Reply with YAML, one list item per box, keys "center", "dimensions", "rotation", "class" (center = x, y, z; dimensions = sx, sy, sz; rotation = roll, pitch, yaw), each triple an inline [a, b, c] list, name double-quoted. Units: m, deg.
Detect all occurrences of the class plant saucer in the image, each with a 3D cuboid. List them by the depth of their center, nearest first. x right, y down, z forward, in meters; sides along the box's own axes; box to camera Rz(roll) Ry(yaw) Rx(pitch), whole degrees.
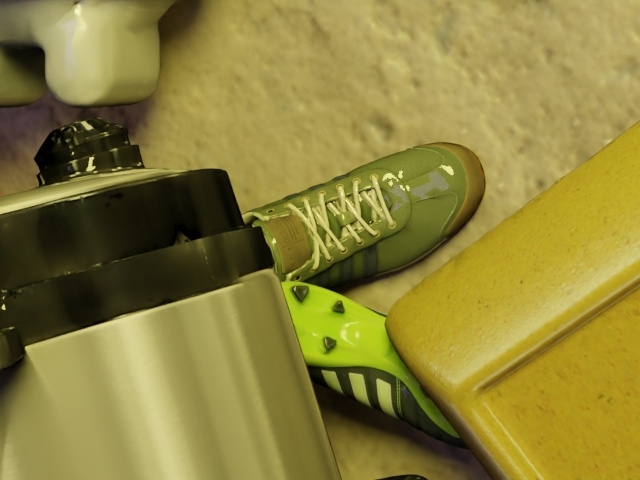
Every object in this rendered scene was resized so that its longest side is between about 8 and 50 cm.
- center: [0.227, 0.096, 0.920]
  dimensions: [0.333, 0.081, 0.333]
  rotation: [-38, 89, 30]
  class: "plant saucer"

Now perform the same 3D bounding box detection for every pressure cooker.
- center: [-0.173, 0.130, 0.951]
  dimensions: [0.370, 0.375, 0.420]
  rotation: [-16, 90, 39]
  class: "pressure cooker"

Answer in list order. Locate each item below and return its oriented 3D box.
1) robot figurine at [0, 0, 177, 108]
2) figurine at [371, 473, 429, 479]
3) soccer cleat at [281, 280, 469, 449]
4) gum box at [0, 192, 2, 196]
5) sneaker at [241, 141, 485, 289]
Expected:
- center: [-0.163, -0.253, 1.079]
  dimensions: [0.300, 0.200, 0.353]
  rotation: [1, 96, 10]
  class: "robot figurine"
- center: [-0.015, 0.256, 1.133]
  dimensions: [0.209, 0.092, 0.215]
  rotation: [-9, 91, 35]
  class: "figurine"
- center: [0.037, 0.073, 1.080]
  dimensions: [0.179, 0.072, 0.060]
  rotation: [26, 72, -12]
  class: "soccer cleat"
- center: [-0.269, -0.056, 1.202]
  dimensions: [0.062, 0.107, 0.188]
  rotation: [-16, 89, 26]
  class: "gum box"
- center: [0.000, 0.000, 1.090]
  dimensions: [0.192, 0.086, 0.064]
  rotation: [-24, 85, 25]
  class: "sneaker"
